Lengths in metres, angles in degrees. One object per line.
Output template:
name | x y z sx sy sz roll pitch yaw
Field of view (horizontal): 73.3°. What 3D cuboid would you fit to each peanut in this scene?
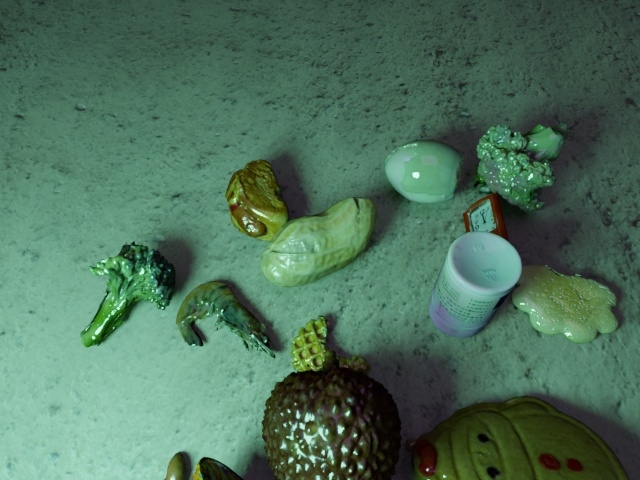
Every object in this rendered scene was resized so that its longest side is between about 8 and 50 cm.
peanut | 0.001 0.005 1.128 0.340 0.158 0.174 -22 97 -16

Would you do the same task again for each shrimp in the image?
shrimp | -0.242 0.220 1.062 0.169 0.058 0.296 -43 61 -15

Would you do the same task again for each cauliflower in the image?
cauliflower | 0.574 -0.230 1.192 0.315 0.239 0.256 -42 68 17

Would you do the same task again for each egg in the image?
egg | 0.292 -0.199 1.239 0.217 0.183 0.183 14 58 20

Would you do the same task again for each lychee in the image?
lychee | 0.020 0.364 0.820 0.275 0.276 0.304 -3 66 0

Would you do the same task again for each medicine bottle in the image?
medicine bottle | 0.341 0.110 0.985 0.152 0.254 0.152 -1 57 2

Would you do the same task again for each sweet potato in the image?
sweet potato | -0.322 0.529 0.856 0.058 0.055 0.202 32 53 -21

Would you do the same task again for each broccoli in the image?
broccoli | -0.483 0.130 1.040 0.177 0.198 0.275 38 65 23

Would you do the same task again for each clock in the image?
clock | 0.455 -0.039 1.174 0.061 0.113 0.155 17 54 -23

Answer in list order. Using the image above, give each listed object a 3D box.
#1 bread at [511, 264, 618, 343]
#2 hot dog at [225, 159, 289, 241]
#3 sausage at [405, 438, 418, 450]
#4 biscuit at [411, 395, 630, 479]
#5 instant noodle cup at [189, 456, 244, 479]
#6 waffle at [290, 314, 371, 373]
bread | 0.609 0.159 1.072 0.250 0.039 0.182 17 58 13
hot dog | -0.190 -0.110 1.225 0.153 0.150 0.257 -11 56 -17
sausage | 0.238 0.438 0.910 0.116 0.026 0.026 4 57 5
biscuit | 0.366 0.437 0.804 0.381 0.074 0.359 3 27 7
instant noodle cup | -0.189 0.542 0.742 0.251 0.251 0.190 38 74 24
waffle | 0.019 0.272 1.014 0.194 0.051 0.149 32 65 21
